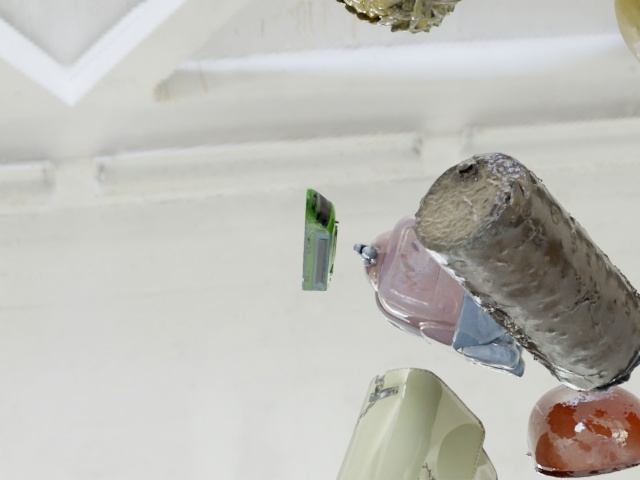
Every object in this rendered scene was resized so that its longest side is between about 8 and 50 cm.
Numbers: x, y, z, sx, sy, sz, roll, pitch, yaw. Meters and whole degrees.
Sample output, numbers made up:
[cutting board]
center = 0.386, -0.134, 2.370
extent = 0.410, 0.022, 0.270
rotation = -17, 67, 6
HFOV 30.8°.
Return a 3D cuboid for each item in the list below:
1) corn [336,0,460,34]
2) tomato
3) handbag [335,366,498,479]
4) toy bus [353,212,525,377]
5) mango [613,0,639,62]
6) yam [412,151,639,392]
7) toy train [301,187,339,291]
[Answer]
[corn]
center = -0.003, -0.250, 0.856
extent = 0.115, 0.318, 0.115
rotation = -27, -43, -28
[tomato]
center = 0.387, 0.254, 1.654
extent = 0.199, 0.228, 0.112
rotation = -10, -85, -1
[handbag]
center = 0.109, 0.367, 1.538
extent = 0.160, 0.358, 0.236
rotation = -18, -63, 30
[toy bus]
center = 0.176, 0.056, 1.547
extent = 0.232, 0.197, 0.294
rotation = 14, -6, 15
[mango]
center = 0.484, -0.212, 1.302
extent = 0.142, 0.332, 0.195
rotation = -44, -36, -37
[yam]
center = 0.205, 0.031, 1.083
extent = 0.131, 0.131, 0.280
rotation = -34, -50, 17
[toy train]
center = 0.000, 0.000, 1.469
extent = 0.042, 0.044, 0.209
rotation = 4, -28, 0
